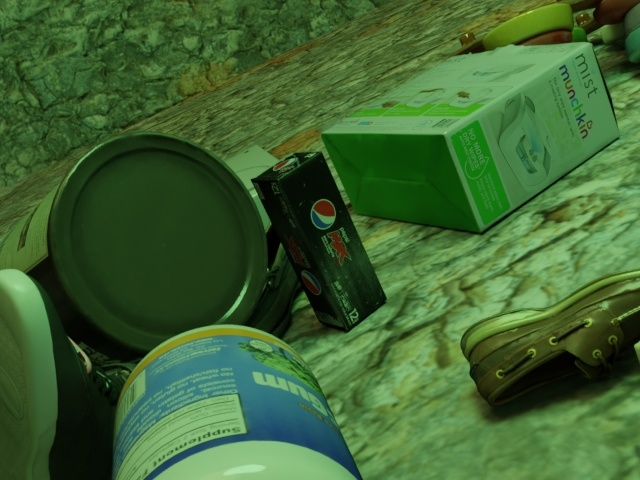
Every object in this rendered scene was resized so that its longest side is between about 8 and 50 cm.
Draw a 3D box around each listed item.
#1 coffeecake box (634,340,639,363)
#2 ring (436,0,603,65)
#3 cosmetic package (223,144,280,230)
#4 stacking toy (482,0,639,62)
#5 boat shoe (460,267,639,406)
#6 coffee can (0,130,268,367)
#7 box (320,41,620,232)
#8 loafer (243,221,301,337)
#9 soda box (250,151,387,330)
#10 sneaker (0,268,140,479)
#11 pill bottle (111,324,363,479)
[{"bbox_3d":[0.299,0.064,0.489,0.142,0.068,0.185,-33,21,-23],"label":"coffeecake box"},{"bbox_3d":[0.313,-0.308,1.313,0.336,0.032,0.336,-21,-2,-1],"label":"ring"},{"bbox_3d":[-0.208,0.006,1.210,0.377,0.097,0.284,-27,17,-8],"label":"cosmetic package"},{"bbox_3d":[0.389,-0.248,1.216,0.309,0.130,0.279,-19,-6,8],"label":"stacking toy"},{"bbox_3d":[0.190,0.071,0.628,0.178,0.064,0.060,-21,50,14],"label":"boat shoe"},{"bbox_3d":[-0.206,0.034,0.871,0.201,0.201,0.275,-39,9,-36],"label":"coffee can"},{"bbox_3d":[0.170,-0.130,1.059,0.231,0.127,0.262,-32,20,-23],"label":"box"},{"bbox_3d":[-0.071,0.042,0.961,0.096,0.084,0.267,-13,22,30],"label":"loafer"},{"bbox_3d":[0.000,0.000,0.858,0.060,0.169,0.053,-35,22,-27],"label":"soda box"},{"bbox_3d":[-0.174,0.110,0.668,0.147,0.296,0.104,-28,53,-33],"label":"sneaker"},{"bbox_3d":[-0.046,0.164,0.515,0.152,0.152,0.272,-26,20,-4],"label":"pill bottle"}]
